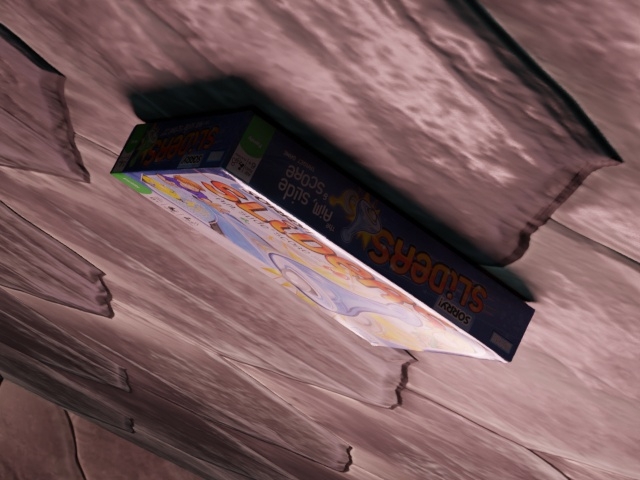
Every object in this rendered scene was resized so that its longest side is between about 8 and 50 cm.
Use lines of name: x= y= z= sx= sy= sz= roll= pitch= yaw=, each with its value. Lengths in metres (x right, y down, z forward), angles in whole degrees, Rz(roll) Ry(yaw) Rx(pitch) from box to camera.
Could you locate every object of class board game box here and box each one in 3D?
board game box: x=0.000 y=0.000 z=0.850 sx=0.201 sy=0.035 sz=0.136 roll=34 pitch=164 yaw=-26
